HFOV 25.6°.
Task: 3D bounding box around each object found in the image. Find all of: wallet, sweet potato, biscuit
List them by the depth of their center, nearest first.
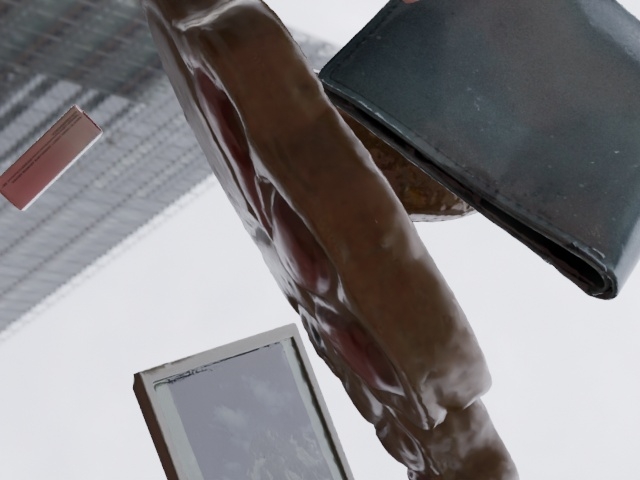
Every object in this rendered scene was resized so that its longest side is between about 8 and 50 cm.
[{"bbox_3d":[0.000,0.000,0.839,0.074,0.359,0.381,-28,-91,-3],"label":"biscuit"},{"bbox_3d":[0.175,-0.116,1.130,0.290,0.251,0.054,37,-34,5],"label":"wallet"},{"bbox_3d":[0.101,-0.074,1.426,0.131,0.337,0.131,-164,-90,-82],"label":"sweet potato"}]

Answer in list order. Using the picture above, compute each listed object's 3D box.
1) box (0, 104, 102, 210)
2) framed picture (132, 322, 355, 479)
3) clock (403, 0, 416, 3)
[{"bbox_3d":[-0.296,-0.089,1.531,0.125,0.089,0.043,-45,-82,-5],"label":"box"},{"bbox_3d":[-0.066,0.198,1.383,0.019,0.281,0.208,-23,-94,30],"label":"framed picture"},{"bbox_3d":[0.113,-0.323,1.027,0.241,0.142,0.227,-29,-115,19],"label":"clock"}]
